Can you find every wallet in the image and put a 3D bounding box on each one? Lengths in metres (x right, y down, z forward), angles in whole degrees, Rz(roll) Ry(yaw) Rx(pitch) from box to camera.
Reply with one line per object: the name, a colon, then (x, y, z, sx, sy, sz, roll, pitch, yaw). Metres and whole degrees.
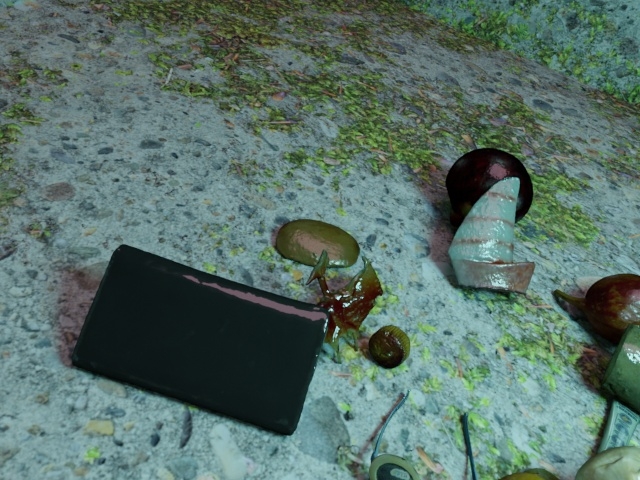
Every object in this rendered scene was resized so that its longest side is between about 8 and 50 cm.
wallet: (-0.204, 0.170, 0.960, 0.405, 0.062, 0.229, 18, 82, 4)

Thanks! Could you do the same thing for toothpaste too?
toothpaste: (0.557, 0.388, 1.043, 0.062, 0.039, 0.239, 34, 43, 22)

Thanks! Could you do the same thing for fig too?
fig: (0.662, 0.153, 1.253, 0.207, 0.175, 0.175, 3, 41, 8)

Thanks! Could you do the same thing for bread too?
bread: (0.133, 0.211, 1.074, 0.085, 0.085, 0.053, 35, 37, 21)

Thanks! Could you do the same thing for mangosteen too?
mangosteen: (0.426, -0.109, 1.433, 0.228, 0.228, 0.266, 27, 78, 13)

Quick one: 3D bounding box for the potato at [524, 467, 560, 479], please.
potato: (0.384, 0.462, 0.877, 0.105, 0.085, 0.188, -41, 57, 0)

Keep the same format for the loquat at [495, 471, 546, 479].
loquat: (0.278, 0.447, 0.758, 0.193, 0.238, 0.238, 36, 46, 16)

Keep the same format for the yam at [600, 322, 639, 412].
yam: (0.708, 0.297, 1.097, 0.268, 0.161, 0.161, 32, 44, 18)

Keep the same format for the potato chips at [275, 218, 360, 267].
potato chips: (0.000, 0.000, 1.289, 0.201, 0.049, 0.150, 19, 47, -6)

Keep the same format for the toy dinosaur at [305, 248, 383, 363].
toy dinosaur: (0.001, 0.146, 1.090, 0.206, 0.112, 0.327, 46, 61, -20)

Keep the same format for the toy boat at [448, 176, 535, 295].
toy boat: (0.410, -0.020, 1.294, 0.205, 0.096, 0.283, 9, 83, 2)

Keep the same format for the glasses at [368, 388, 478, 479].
glasses: (0.191, 0.347, 0.939, 0.189, 0.088, 0.221, 20, 42, 5)

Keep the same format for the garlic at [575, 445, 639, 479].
garlic: (0.552, 0.415, 0.827, 0.313, 0.286, 0.249, 55, 41, -1)
